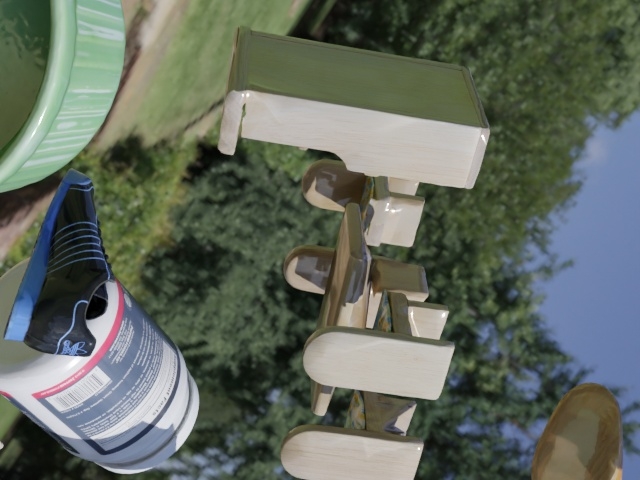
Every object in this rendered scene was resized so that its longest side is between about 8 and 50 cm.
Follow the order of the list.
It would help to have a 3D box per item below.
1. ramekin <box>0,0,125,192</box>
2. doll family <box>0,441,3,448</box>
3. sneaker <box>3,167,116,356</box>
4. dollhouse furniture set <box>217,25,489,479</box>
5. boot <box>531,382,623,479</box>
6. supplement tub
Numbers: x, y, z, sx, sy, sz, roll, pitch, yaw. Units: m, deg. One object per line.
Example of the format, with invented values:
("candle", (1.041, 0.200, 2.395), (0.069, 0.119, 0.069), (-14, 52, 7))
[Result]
("ramekin", (-0.311, -0.173, 0.860), (0.303, 0.303, 0.148), (-55, 171, 14))
("doll family", (-0.565, 0.362, 1.676), (0.118, 0.163, 0.263), (-9, -174, 14))
("sneaker", (-0.257, 0.024, 1.088), (0.081, 0.090, 0.232), (125, -21, -44))
("dollhouse furniture set", (0.000, 0.000, 1.139), (0.362, 0.256, 0.394), (-91, -168, -58))
("boot", (0.345, 0.330, 1.346), (0.211, 0.104, 0.295), (16, 85, -61))
("supplement tub", (-0.284, 0.155, 1.289), (0.191, 0.191, 0.272), (-58, 143, -23))
